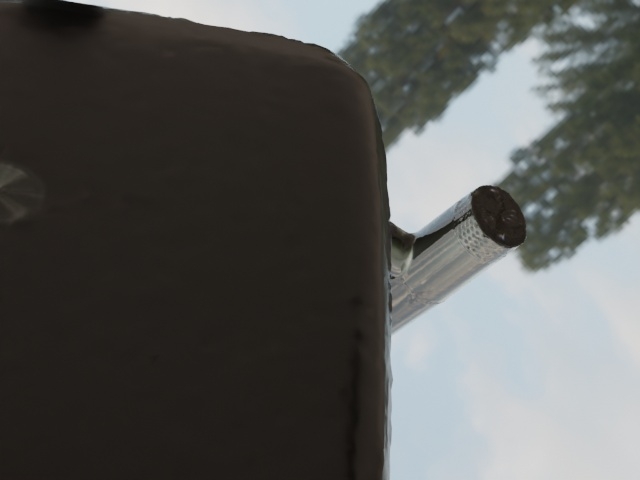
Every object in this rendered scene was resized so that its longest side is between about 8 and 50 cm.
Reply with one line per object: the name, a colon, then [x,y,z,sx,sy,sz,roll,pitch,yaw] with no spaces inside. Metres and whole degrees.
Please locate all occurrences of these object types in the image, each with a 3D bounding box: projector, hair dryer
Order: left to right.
projector: [-0.173,0.064,0.693,0.395,0.242,0.405,7,-140,-6]
hair dryer: [-0.002,-0.003,1.238,0.284,0.320,0.156,38,-133,2]
